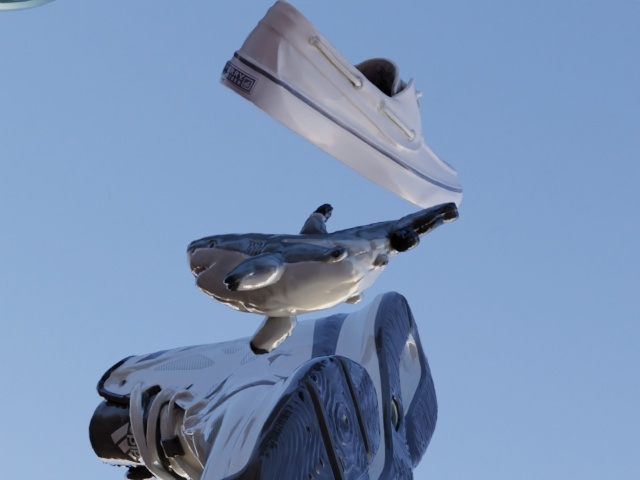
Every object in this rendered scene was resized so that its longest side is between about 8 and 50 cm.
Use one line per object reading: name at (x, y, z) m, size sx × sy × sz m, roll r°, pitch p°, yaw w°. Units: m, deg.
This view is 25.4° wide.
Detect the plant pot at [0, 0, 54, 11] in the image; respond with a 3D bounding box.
plant pot at (-0.196, -0.352, 1.190) m, size 0.334 × 0.341 × 0.341 m, roll 17°, pitch -58°, yaw 49°

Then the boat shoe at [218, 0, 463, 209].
boat shoe at (0.038, -0.093, 1.055) m, size 0.095 × 0.258 × 0.084 m, roll 35°, pitch -85°, yaw 40°

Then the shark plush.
shark plush at (0.000, 0.000, 0.841) m, size 0.161 × 0.067 × 0.073 m, roll -26°, pitch -44°, yaw 8°

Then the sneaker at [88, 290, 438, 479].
sneaker at (-0.070, 0.172, 1.060) m, size 0.257 × 0.447 × 0.169 m, roll -15°, pitch -83°, yaw 15°
